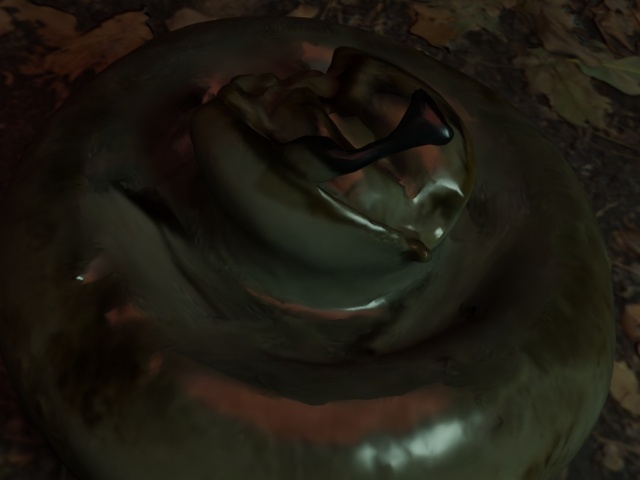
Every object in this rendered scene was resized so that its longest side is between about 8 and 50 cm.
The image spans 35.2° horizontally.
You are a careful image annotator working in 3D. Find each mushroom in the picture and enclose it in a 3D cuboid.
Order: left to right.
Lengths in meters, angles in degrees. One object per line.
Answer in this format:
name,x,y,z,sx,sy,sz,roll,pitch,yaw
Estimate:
mushroom,0.000,0.000,0.574,0.362,0.294,0.362,5,50,-6
